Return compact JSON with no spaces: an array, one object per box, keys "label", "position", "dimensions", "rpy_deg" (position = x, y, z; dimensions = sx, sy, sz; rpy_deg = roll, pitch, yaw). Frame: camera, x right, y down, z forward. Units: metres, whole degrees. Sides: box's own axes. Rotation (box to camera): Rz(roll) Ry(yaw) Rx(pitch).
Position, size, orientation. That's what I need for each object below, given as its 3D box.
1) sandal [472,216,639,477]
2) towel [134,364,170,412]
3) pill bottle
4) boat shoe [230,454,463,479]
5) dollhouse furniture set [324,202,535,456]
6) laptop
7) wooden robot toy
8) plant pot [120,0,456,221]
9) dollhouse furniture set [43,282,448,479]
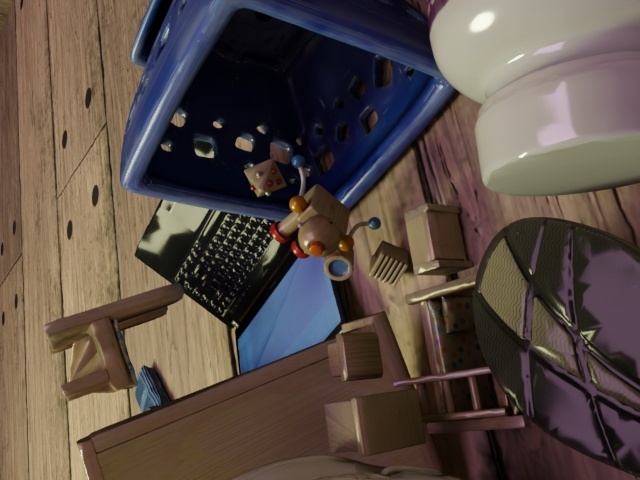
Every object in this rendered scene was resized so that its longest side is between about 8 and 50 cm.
[{"label":"sandal","position":[0.217,0.084,0.342],"dimensions":[0.303,0.086,0.120],"rpy_deg":[30,106,34]},{"label":"towel","position":[-0.276,0.265,1.016],"dimensions":[0.119,0.029,0.067],"rpy_deg":[43,121,46]},{"label":"pill bottle","position":[0.147,-0.186,0.380],"dimensions":[0.169,0.169,0.301],"rpy_deg":[-15,75,52]},{"label":"boat shoe","position":[0.055,0.185,0.387],"dimensions":[0.096,0.277,0.098],"rpy_deg":[-22,61,45]},{"label":"dollhouse furniture set","position":[0.082,0.048,0.450],"dimensions":[0.101,0.161,0.181],"rpy_deg":[-25,68,49]},{"label":"laptop","position":[-0.110,0.050,0.718],"dimensions":[0.264,0.136,0.234],"rpy_deg":[37,125,0]},{"label":"wooden robot toy","position":[0.000,0.000,0.547],"dimensions":[0.076,0.173,0.079],"rpy_deg":[-45,18,25]},{"label":"plant pot","position":[-0.047,-0.172,0.594],"dimensions":[0.236,0.236,0.212],"rpy_deg":[-49,43,39]},{"label":"dollhouse furniture set","position":[-0.096,0.214,0.632],"dimensions":[0.394,0.257,0.361],"rpy_deg":[-33,75,65]}]
